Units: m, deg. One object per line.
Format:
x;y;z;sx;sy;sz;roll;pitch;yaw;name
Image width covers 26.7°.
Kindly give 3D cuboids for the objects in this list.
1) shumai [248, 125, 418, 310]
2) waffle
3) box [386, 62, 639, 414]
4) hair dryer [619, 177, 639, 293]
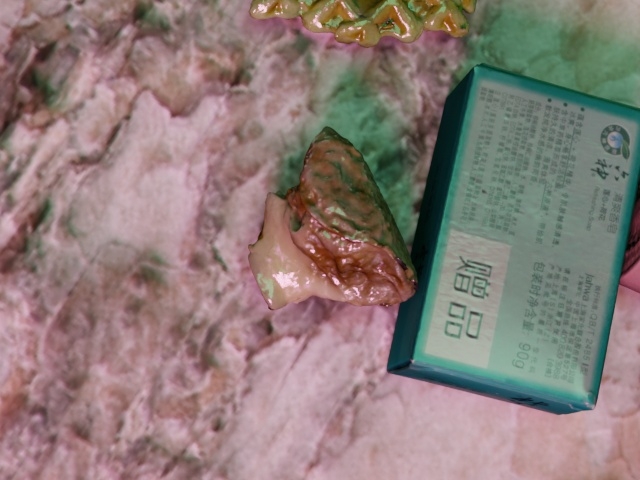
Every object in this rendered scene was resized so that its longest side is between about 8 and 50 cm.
0.001;0.002;1.025;0.116;0.145;0.145;-25;85;2;shumai
0.040;-0.258;1.108;0.208;0.054;0.214;4;73;-6;waffle
0.156;0.003;1.062;0.153;0.092;0.245;16;77;-6;box
0.385;-0.085;1.113;0.210;0.125;0.352;23;70;-6;hair dryer
